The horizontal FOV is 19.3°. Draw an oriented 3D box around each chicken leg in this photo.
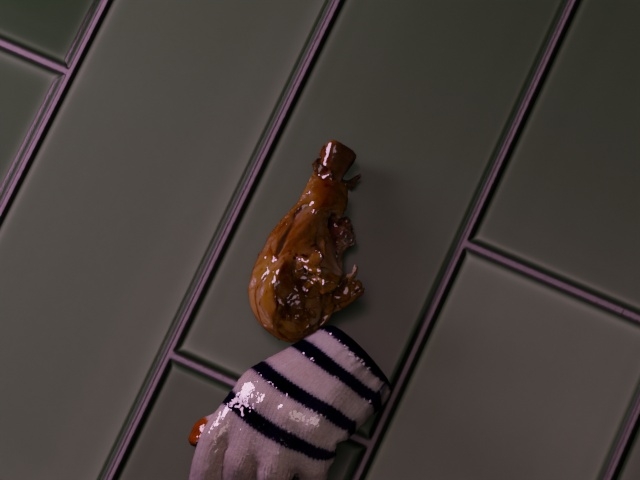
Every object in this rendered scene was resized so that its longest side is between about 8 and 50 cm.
[{"bbox_3d":[-0.003,-0.001,1.849,0.101,0.085,0.207,0,64,48],"label":"chicken leg"}]

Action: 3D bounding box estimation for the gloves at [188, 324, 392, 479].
[{"bbox_3d":[-0.044,0.186,1.791,0.219,0.131,0.140,-41,76,-14],"label":"gloves"}]
